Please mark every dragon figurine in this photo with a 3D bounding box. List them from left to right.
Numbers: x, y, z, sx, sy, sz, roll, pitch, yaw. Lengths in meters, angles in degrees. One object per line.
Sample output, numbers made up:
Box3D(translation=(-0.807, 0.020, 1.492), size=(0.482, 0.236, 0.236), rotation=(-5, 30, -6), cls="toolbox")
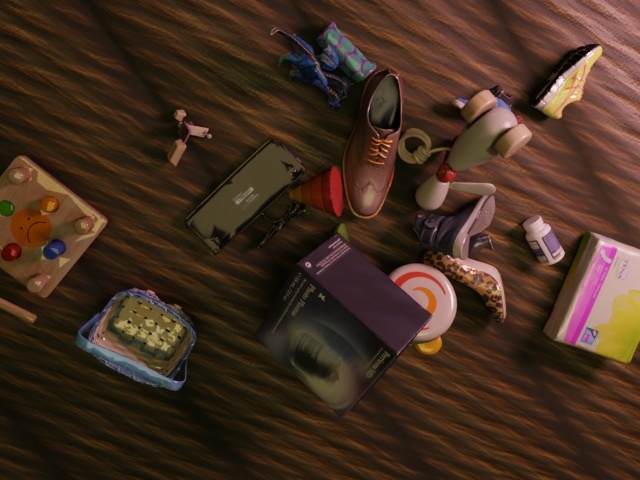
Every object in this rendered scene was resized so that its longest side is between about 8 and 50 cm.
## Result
Box3D(translation=(-0.012, -0.402, 1.481), size=(0.144, 0.289, 0.085), rotation=(23, 78, 20), cls="dragon figurine")

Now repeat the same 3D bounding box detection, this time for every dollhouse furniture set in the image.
Box3D(translation=(-0.325, -0.244, 1.589), size=(0.081, 0.091, 0.114), rotation=(4, 133, -44), cls="dollhouse furniture set")

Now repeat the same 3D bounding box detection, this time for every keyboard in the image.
Box3D(translation=(-0.162, -0.084, 1.621), size=(0.317, 0.033, 0.201), rotation=(-42, 100, 6), cls="keyboard")

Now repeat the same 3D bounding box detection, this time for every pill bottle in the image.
Box3D(translation=(0.568, -0.001, 1.667), size=(0.067, 0.067, 0.120), rotation=(-32, 102, 3), cls="pill bottle")

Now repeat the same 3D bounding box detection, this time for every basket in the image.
Box3D(translation=(-0.426, 0.233, 1.534), size=(0.254, 0.289, 0.201), rotation=(30, 103, -12), cls="basket")

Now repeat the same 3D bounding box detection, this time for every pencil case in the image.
Box3D(translation=(0.060, -0.445, 1.545), size=(0.151, 0.064, 0.070), rotation=(43, 57, -10), cls="pencil case")

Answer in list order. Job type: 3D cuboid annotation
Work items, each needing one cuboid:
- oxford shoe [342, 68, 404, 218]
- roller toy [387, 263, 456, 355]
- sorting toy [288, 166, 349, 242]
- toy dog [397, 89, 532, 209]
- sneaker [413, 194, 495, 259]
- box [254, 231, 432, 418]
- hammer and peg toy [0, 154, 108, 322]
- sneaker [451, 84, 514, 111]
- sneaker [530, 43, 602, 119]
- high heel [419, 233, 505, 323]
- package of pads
Box3D(translation=(0.126, -0.226, 1.556), size=(0.129, 0.133, 0.364), rotation=(6, 101, -2), cls="oxford shoe")
Box3D(translation=(0.234, 0.164, 1.620), size=(0.209, 0.146, 0.191), rotation=(29, 75, 5), cls="roller toy")
Box3D(translation=(0.000, 0.000, 1.613), size=(0.126, 0.127, 0.366), rotation=(-2, 112, 14), cls="sorting toy")
Box3D(translation=(0.365, -0.213, 1.555), size=(0.160, 0.333, 0.220), rotation=(-16, 85, -44), cls="toy dog")
Box3D(translation=(0.330, -0.053, 1.632), size=(0.226, 0.163, 0.086), rotation=(-47, 133, -34), cls="sneaker")
Box3D(translation=(0.045, 0.199, 1.507), size=(0.294, 0.182, 0.296), rotation=(40, 132, 11), cls="box")
Box3D(translation=(-0.712, 0.014, 1.555), size=(0.266, 0.127, 0.361), rotation=(39, 97, -12), cls="hammer and peg toy")
Box3D(translation=(0.400, -0.345, 1.589), size=(0.152, 0.058, 0.085), rotation=(16, 106, -11), cls="sneaker")
Box3D(translation=(0.614, -0.387, 1.594), size=(0.094, 0.081, 0.208), rotation=(38, 103, -17), cls="sneaker")
Box3D(translation=(0.373, 0.114, 1.683), size=(0.186, 0.093, 0.261), rotation=(-14, 110, 16), cls="high heel")
Box3D(translation=(0.750, 0.153, 1.693), size=(0.229, 0.101, 0.297), rotation=(18, 100, -7), cls="package of pads")
